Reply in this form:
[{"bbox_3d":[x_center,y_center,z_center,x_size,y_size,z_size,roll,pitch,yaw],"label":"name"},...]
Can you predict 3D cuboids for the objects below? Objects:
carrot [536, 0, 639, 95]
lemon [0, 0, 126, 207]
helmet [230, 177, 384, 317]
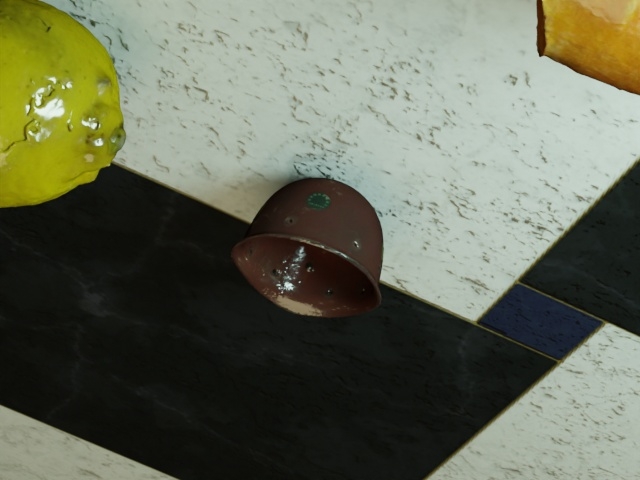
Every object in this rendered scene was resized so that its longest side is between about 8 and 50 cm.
[{"bbox_3d":[0.276,-0.182,1.221,0.331,0.193,0.214,13,107,1],"label":"carrot"},{"bbox_3d":[-0.295,-0.128,1.583,0.260,0.204,0.204,18,148,15],"label":"lemon"},{"bbox_3d":[0.000,0.000,1.707,0.155,0.106,0.175,17,152,7],"label":"helmet"}]
